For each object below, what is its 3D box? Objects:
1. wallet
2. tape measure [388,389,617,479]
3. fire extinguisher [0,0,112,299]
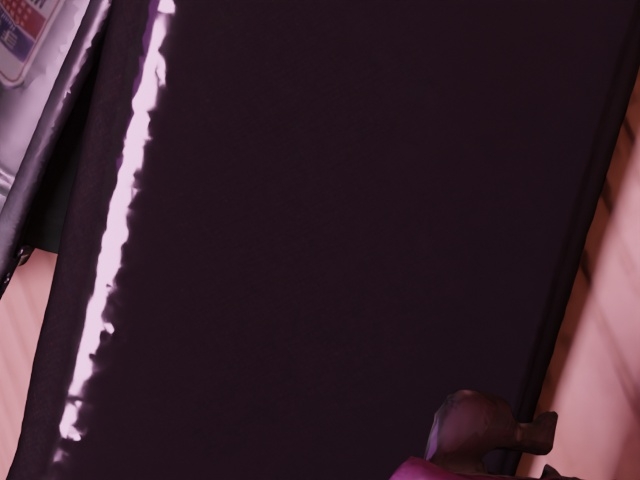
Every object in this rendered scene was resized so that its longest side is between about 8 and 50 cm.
[{"bbox_3d":[0.000,0.000,0.545,0.149,0.044,0.250,13,106,-3],"label":"wallet"},{"bbox_3d":[0.108,0.171,0.436,0.231,0.149,0.245,14,91,43],"label":"tape measure"},{"bbox_3d":[-0.065,-0.073,0.617,0.294,0.093,0.118,-57,18,25],"label":"fire extinguisher"}]
